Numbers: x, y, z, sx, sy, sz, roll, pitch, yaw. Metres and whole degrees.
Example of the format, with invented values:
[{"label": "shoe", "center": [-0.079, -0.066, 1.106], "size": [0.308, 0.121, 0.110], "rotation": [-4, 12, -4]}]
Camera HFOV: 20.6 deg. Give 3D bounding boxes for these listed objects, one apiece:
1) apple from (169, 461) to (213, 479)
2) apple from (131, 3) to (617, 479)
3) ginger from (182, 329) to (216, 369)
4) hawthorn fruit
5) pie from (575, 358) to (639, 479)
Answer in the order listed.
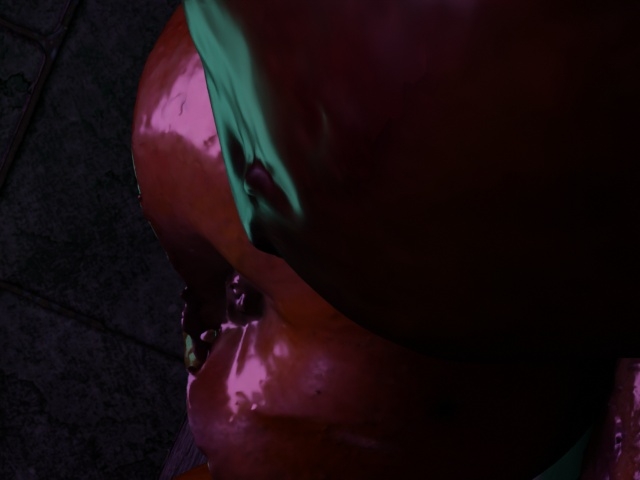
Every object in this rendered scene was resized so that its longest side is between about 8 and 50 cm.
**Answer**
[{"label": "apple", "center": [-0.020, 0.202, 0.945], "size": [0.196, 0.196, 0.196], "rotation": [-157, 90, -84]}, {"label": "apple", "center": [0.059, -0.007, 0.818], "size": [0.163, 0.293, 0.251], "rotation": [-10, 16, 42]}, {"label": "ginger", "center": [0.005, -0.007, 1.706], "size": [0.357, 0.152, 0.274], "rotation": [-63, -12, 28]}, {"label": "hawthorn fruit", "center": [0.107, -0.096, 0.593], "size": [0.325, 0.308, 0.308], "rotation": [37, 106, 53]}, {"label": "pie", "center": [0.136, 0.079, 0.766], "size": [0.092, 0.034, 0.170], "rotation": [-98, 27, -82]}]
